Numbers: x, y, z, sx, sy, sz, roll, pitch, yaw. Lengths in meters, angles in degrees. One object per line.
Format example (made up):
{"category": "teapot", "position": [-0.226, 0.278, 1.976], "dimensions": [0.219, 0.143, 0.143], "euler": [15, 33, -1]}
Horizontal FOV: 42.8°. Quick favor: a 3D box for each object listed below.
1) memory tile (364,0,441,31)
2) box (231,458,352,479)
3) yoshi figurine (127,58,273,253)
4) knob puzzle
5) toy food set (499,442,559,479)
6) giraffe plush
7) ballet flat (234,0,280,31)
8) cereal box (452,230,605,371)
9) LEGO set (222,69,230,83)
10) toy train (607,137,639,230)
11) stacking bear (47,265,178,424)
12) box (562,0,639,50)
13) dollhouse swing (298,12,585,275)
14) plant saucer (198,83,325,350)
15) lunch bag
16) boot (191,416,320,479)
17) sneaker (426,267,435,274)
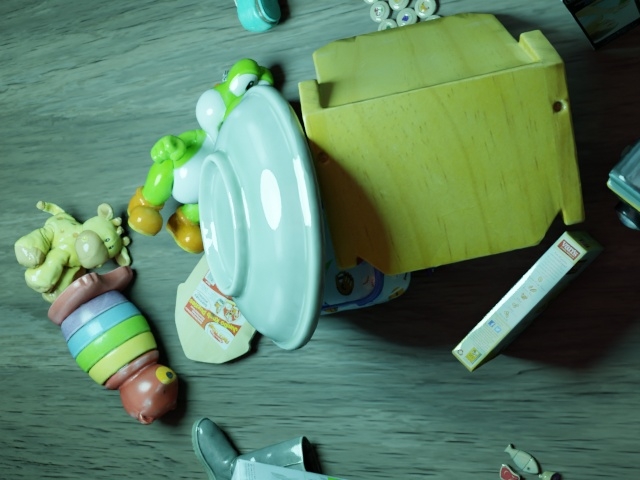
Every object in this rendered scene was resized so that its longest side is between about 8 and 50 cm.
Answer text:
{"category": "memory tile", "position": [0.138, -0.388, 1.371], "dimensions": [0.113, 0.012, 0.148], "euler": [-26, 79, 25]}
{"category": "box", "position": [-0.033, 0.470, 1.292], "dimensions": [0.231, 0.262, 0.127], "euler": [13, 98, -9]}
{"category": "yoshi figurine", "position": [-0.186, -0.144, 1.454], "dimensions": [0.203, 0.203, 0.362], "euler": [35, 104, 5]}
{"category": "knob puzzle", "position": [-0.197, 0.145, 1.542], "dimensions": [0.213, 0.030, 0.213], "euler": [1, 91, 26]}
{"category": "toy food set", "position": [0.332, 0.384, 1.284], "dimensions": [0.122, 0.019, 0.078], "euler": [29, 104, 23]}
{"category": "giraffe plush", "position": [-0.473, 0.013, 1.628], "dimensions": [0.170, 0.181, 0.210], "euler": [-4, 55, 17]}
{"category": "ballet flat", "position": [-0.134, -0.492, 1.472], "dimensions": [0.087, 0.083, 0.247], "euler": [-14, 83, 41]}
{"category": "cereal box", "position": [0.310, 0.085, 1.205], "dimensions": [0.047, 0.173, 0.240], "euler": [47, 111, 18]}
{"category": "LEGO set", "position": [-0.173, -0.288, 1.524], "dimensions": [0.054, 0.023, 0.083], "euler": [44, 109, 19]}
{"category": "toy train", "position": [0.515, -0.150, 1.074], "dimensions": [0.142, 0.190, 0.334], "euler": [45, 103, 19]}
{"category": "stacking bear", "position": [-0.380, 0.216, 1.573], "dimensions": [0.164, 0.175, 0.289], "euler": [-39, 82, 20]}
{"category": "box", "position": [0.352, -0.378, 1.109], "dimensions": [0.087, 0.290, 0.169], "euler": [-30, 76, 23]}
{"category": "dollhouse swing", "position": [0.161, -0.160, 1.224], "dimensions": [0.346, 0.305, 0.315], "euler": [-12, 105, 2]}
{"category": "plant saucer", "position": [-0.109, -0.027, 1.221], "dimensions": [0.400, 0.100, 0.401], "euler": [171, 90, -69]}
{"category": "lunch bag", "position": [0.000, 0.000, 1.363], "dimensions": [0.303, 0.115, 0.243], "euler": [-12, 88, 42]}
{"category": "boot", "position": [-0.117, 0.389, 1.482], "dimensions": [0.208, 0.076, 0.190], "euler": [-23, 95, 32]}
{"category": "sneaker", "position": [0.207, 0.003, 1.317], "dimensions": [0.223, 0.083, 0.098], "euler": [-5, 99, 38]}
